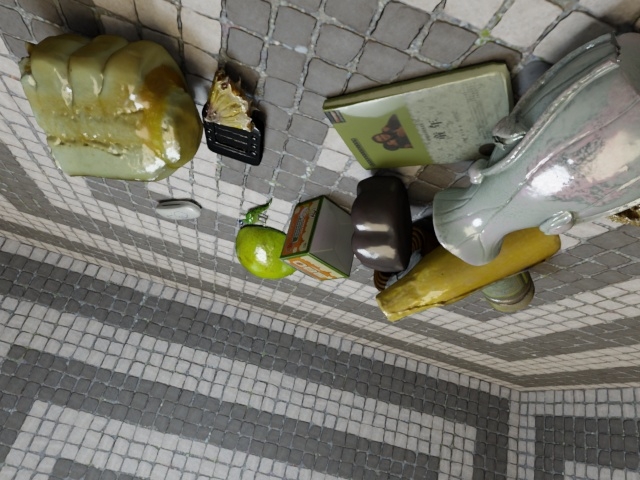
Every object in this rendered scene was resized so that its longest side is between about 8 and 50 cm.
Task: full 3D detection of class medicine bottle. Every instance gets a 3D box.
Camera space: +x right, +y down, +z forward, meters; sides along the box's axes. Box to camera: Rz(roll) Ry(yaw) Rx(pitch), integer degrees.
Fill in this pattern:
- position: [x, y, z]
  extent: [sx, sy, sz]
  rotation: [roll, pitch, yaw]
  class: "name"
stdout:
- position: [0.516, 0.083, 1.207]
  extent: [0.151, 0.151, 0.322]
  rotation: [-3, 150, 35]
  class: "medicine bottle"

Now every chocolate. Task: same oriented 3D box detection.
- position: [0.345, 0.066, 1.011]
  extent: [0.446, 0.162, 0.162]
  rotation: [-31, 141, 10]
  class: "chocolate"

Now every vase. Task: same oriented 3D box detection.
- position: [0.383, -0.119, 0.721]
  extent: [0.250, 0.249, 0.445]
  rotation: [20, 150, -12]
  class: "vase"

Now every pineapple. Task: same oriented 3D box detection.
- position: [-0.196, -0.278, 0.867]
  extent: [0.137, 0.116, 0.069]
  rotation: [58, 180, -28]
  class: "pineapple"

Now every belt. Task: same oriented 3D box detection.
- position: [0.271, 0.074, 1.242]
  extent: [0.122, 0.217, 0.339]
  rotation: [21, 166, -11]
  class: "belt"

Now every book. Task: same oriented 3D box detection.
- position: [0.208, -0.230, 0.852]
  extent: [0.352, 0.035, 0.239]
  rotation: [-1, 153, 31]
  class: "book"

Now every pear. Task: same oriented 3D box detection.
- position: [-0.206, 0.046, 1.586]
  extent: [0.288, 0.139, 0.239]
  rotation: [11, 147, 5]
  class: "pear"

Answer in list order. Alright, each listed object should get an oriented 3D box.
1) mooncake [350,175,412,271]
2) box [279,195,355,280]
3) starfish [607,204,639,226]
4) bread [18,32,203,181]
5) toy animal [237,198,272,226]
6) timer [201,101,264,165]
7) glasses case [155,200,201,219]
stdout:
- position: [0.159, -0.040, 1.043]
  extent: [0.134, 0.244, 0.245]
  rotation: [2, 153, 18]
  class: "mooncake"
- position: [0.000, 0.000, 1.271]
  extent: [0.178, 0.194, 0.148]
  rotation: [31, 152, -34]
  class: "box"
- position: [0.598, -0.101, 0.766]
  extent: [0.294, 0.084, 0.301]
  rotation: [34, 118, 8]
  class: "starfish"
- position: [-0.407, -0.283, 0.885]
  extent: [0.342, 0.210, 0.300]
  rotation: [4, 132, 11]
  class: "bread"
- position: [-0.199, -0.084, 1.399]
  extent: [0.075, 0.041, 0.217]
  rotation: [32, 146, -30]
  class: "toy animal"
- position: [-0.208, -0.259, 1.011]
  extent: [0.144, 0.055, 0.187]
  rotation: [19, 160, -4]
  class: "timer"
- position: [-0.518, -0.110, 1.509]
  extent: [0.197, 0.049, 0.076]
  rotation: [0, 152, 30]
  class: "glasses case"
